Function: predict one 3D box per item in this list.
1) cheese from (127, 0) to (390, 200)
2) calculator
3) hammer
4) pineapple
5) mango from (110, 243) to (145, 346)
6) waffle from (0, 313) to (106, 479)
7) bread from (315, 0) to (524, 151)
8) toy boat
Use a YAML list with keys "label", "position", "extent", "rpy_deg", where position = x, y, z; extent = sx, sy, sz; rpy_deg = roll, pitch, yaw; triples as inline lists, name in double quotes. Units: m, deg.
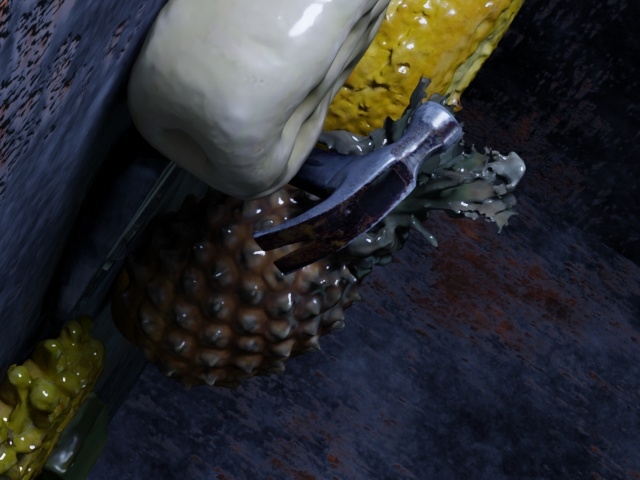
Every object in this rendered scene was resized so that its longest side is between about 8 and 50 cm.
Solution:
- label: "cheese"
  position: [-0.025, -0.139, 0.974]
  extent: [0.218, 0.117, 0.235]
  rpy_deg: [-59, 179, 24]
- label: "calculator"
  position: [-0.141, -0.029, 1.201]
  extent: [0.177, 0.040, 0.268]
  rpy_deg: [-58, -179, -40]
- label: "hammer"
  position: [-0.022, -0.049, 1.087]
  extent: [0.137, 0.037, 0.290]
  rpy_deg: [-44, -157, -12]
- label: "pineapple"
  position: [0.000, 0.000, 1.225]
  extent: [0.361, 0.175, 0.175]
  rpy_deg: [-25, -159, 34]
- label: "mango"
  position: [-0.161, 0.049, 1.668]
  extent: [0.145, 0.112, 0.219]
  rpy_deg: [-58, 169, 7]
- label: "waffle"
  position: [-0.256, 0.179, 1.315]
  extent: [0.260, 0.069, 0.293]
  rpy_deg: [-57, -178, -3]
- label: "bread"
  position: [0.065, -0.217, 1.316]
  extent: [0.358, 0.204, 0.337]
  rpy_deg: [-60, -175, 20]
- label: "toy boat"
  position: [-0.270, 0.210, 1.619]
  extent: [0.111, 0.084, 0.276]
  rpy_deg: [-61, 180, -23]
